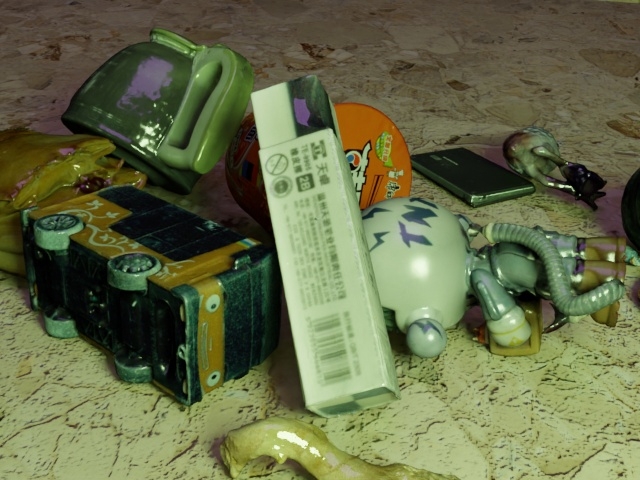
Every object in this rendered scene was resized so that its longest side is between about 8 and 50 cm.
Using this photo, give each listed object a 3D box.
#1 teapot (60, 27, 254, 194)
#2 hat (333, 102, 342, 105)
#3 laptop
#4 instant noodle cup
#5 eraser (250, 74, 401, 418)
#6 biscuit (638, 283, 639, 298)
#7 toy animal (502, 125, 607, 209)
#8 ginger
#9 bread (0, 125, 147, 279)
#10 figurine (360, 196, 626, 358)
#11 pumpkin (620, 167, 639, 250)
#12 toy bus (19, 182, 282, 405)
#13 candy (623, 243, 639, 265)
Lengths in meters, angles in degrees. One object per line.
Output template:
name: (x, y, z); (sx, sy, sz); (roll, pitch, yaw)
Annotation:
teapot: (-0.256, -0.225, 1.388); (0.239, 0.239, 0.321); (30, -8, -13)
hat: (-0.009, -0.146, 1.555); (0.227, 0.129, 0.140); (-30, 61, -18)
laptop: (0.271, -0.121, 1.579); (0.153, 0.026, 0.207); (-13, 32, -27)
instant noodle cup: (-0.018, -0.097, 1.310); (0.250, 0.250, 0.192); (-15, 24, -29)
eraser: (0.000, 0.000, 1.023); (0.098, 0.096, 0.404); (-16, 64, 10)
biscuit: (0.549, 0.074, 1.227); (0.224, 0.033, 0.144); (0, 24, -5)
toy animal: (0.392, -0.152, 1.565); (0.195, 0.090, 0.324); (28, 18, -16)
ginger: (0.030, 0.236, 0.858); (0.288, 0.075, 0.089); (13, 34, 11)
bread: (-0.439, -0.076, 1.295); (0.324, 0.167, 0.277); (16, 31, 22)
figurine: (0.183, 0.044, 1.108); (0.381, 0.186, 0.261); (6, 22, 17)
pumpkin: (0.557, -0.047, 1.289); (0.220, 0.162, 0.220); (3, 5, 0)
toy bus: (-0.211, 0.053, 1.081); (0.323, 0.162, 0.194); (22, 31, 36)
candy: (0.465, 0.018, 1.339); (0.030, 0.020, 0.083); (-6, 28, -22)
